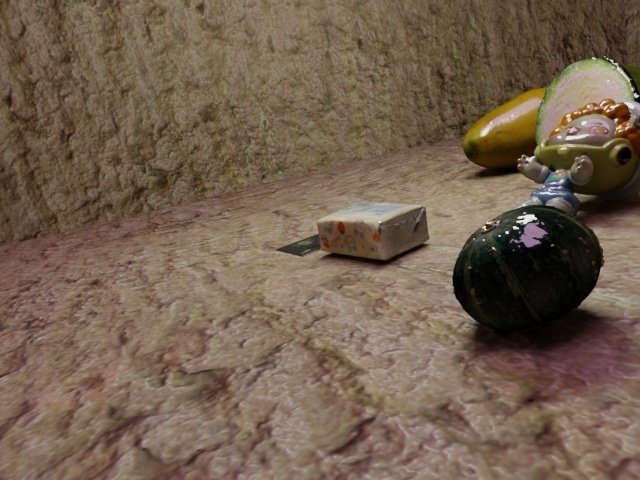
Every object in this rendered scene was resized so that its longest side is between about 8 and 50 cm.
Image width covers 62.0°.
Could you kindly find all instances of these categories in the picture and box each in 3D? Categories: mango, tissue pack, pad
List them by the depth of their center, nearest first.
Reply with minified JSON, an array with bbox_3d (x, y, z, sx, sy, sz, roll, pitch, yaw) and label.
[{"bbox_3d":[0.110,-0.023,1.129,0.148,0.092,0.196,-21,16,-35],"label":"tissue pack"},{"bbox_3d":[0.000,0.000,1.303,0.190,0.004,0.127,-20,17,-31],"label":"pad"},{"bbox_3d":[0.621,-0.336,1.658,0.378,0.221,0.264,-19,-5,-7],"label":"mango"}]

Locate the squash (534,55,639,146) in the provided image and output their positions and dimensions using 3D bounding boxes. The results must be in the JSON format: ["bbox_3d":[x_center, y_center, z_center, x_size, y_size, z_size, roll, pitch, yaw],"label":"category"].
[{"bbox_3d":[0.806,-0.317,1.446,0.309,0.310,0.310,2,7,-27],"label":"squash"}]

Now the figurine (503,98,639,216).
[{"bbox_3d":[0.516,-0.129,1.103,0.382,0.205,0.224,-35,22,-9],"label":"figurine"}]

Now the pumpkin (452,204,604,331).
[{"bbox_3d":[0.261,0.035,0.683,0.190,0.146,0.190,-39,15,12],"label":"pumpkin"}]
